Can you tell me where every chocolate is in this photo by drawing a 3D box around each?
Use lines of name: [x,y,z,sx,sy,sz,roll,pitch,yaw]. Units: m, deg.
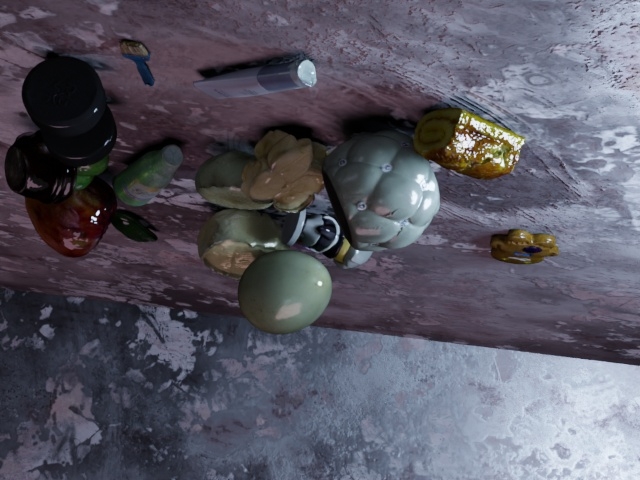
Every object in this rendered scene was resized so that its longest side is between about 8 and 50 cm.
chocolate: [-0.402,-0.162,2.085,0.110,0.110,0.291,18,159,-26]

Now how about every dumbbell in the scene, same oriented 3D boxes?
dumbbell: [-0.492,-0.252,1.730,0.153,0.152,0.218,11,163,-3]

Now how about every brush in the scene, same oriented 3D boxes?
brush: [-0.335,-0.327,1.631,0.051,0.014,0.164,10,164,4]

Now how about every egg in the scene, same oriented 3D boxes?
egg: [-0.086,0.130,2.250,0.218,0.218,0.295,21,159,-32]

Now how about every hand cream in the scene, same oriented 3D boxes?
hand cream: [-0.121,-0.287,1.578,0.255,0.048,0.079,-2,161,38]

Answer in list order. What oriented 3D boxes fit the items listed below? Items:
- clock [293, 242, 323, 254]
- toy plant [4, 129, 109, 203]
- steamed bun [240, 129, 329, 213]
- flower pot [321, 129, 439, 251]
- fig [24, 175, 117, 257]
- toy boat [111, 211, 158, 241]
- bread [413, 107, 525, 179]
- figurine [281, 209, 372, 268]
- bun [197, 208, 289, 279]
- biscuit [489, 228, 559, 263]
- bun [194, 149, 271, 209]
clock: [0.000,0.000,2.465,0.153,0.050,0.110,16,163,-18]
toy plant: [-0.616,-0.175,2.066,0.235,0.175,0.218,-10,175,-44]
steamed bun: [-0.072,-0.158,1.852,0.178,0.106,0.192,9,133,-37]
flower pot: [0.121,-0.101,1.737,0.195,0.246,0.246,-22,164,-6]
fig: [-0.650,-0.083,2.280,0.263,0.224,0.224,42,179,27]
toy boat: [-0.578,-0.037,2.679,0.104,0.052,0.210,7,162,17]
bread: [0.272,-0.177,1.622,0.172,0.103,0.132,17,169,-33]
figurine: [0.023,-0.008,2.290,0.236,0.133,0.176,18,171,-18]
bun: [-0.212,0.001,2.407,0.260,0.152,0.259,2,154,1]
biscuit: [0.525,0.024,2.272,0.180,0.039,0.236,8,165,1]
bun: [-0.185,-0.143,1.980,0.196,0.118,0.195,10,170,2]
